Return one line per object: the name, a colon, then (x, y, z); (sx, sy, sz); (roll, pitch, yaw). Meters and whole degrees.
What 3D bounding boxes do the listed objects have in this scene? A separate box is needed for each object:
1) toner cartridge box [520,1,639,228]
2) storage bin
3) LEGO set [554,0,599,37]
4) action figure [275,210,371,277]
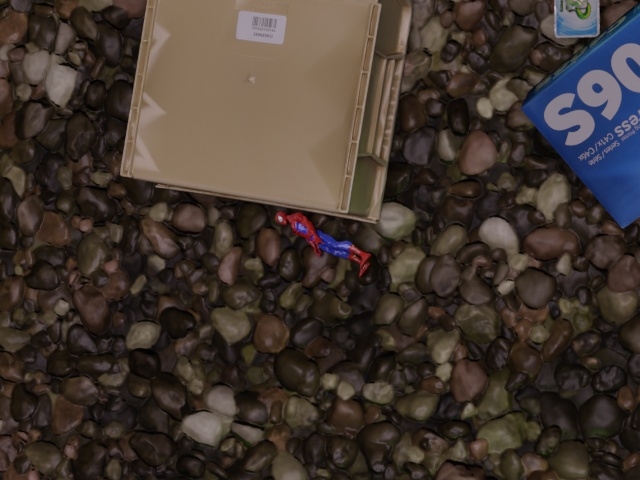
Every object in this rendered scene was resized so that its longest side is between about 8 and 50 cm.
toner cartridge box: (0.382, -0.181, 1.718); (0.348, 0.075, 0.165); (-39, 97, 23)
storage bin: (-0.057, -0.168, 1.879); (0.262, 0.123, 0.260); (10, 92, 17)
LEGO set: (0.330, -0.272, 1.797); (0.182, 0.060, 0.244); (2, 97, 28)
action figure: (0.000, 0.000, 1.903); (0.115, 0.038, 0.030); (33, 72, 15)
